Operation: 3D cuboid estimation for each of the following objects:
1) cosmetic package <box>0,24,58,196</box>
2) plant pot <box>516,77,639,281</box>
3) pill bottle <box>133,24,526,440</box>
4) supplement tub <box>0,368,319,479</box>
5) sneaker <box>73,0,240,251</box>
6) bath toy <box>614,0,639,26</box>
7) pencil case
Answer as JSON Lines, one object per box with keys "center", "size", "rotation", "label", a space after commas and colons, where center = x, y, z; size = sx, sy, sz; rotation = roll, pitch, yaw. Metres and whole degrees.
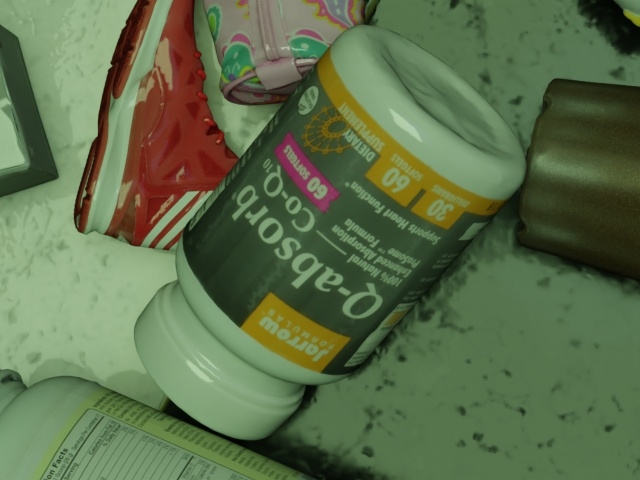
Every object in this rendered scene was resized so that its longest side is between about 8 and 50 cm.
{"center": [-0.332, -0.073, 1.256], "size": [0.238, 0.107, 0.127], "rotation": [-15, 85, 1], "label": "cosmetic package"}
{"center": [0.232, -0.041, 1.179], "size": [0.165, 0.167, 0.167], "rotation": [13, 88, 13], "label": "plant pot"}
{"center": [0.000, 0.000, 1.159], "size": [0.162, 0.162, 0.278], "rotation": [42, 112, 6], "label": "pill bottle"}
{"center": [-0.135, 0.235, 1.151], "size": [0.325, 0.235, 0.235], "rotation": [22, 89, 6], "label": "supplement tub"}
{"center": [-0.100, -0.094, 1.261], "size": [0.128, 0.087, 0.221], "rotation": [19, 82, -16], "label": "sneaker"}
{"center": [0.158, -0.296, 1.191], "size": [0.348, 0.151, 0.129], "rotation": [40, 123, 3], "label": "bath toy"}
{"center": [-0.040, -0.244, 1.226], "size": [0.124, 0.124, 0.284], "rotation": [-10, 84, 4], "label": "pencil case"}
